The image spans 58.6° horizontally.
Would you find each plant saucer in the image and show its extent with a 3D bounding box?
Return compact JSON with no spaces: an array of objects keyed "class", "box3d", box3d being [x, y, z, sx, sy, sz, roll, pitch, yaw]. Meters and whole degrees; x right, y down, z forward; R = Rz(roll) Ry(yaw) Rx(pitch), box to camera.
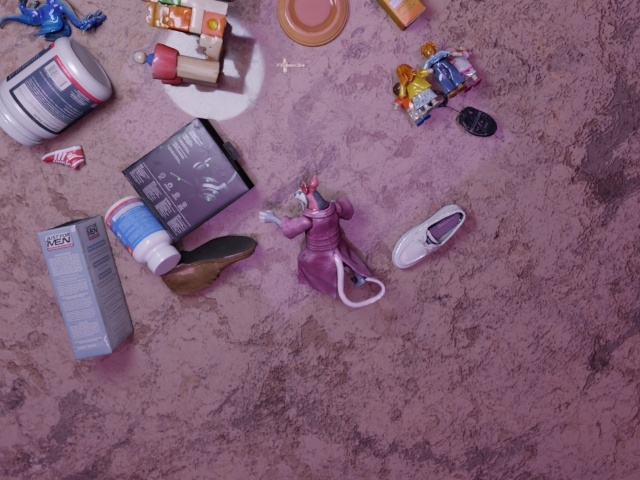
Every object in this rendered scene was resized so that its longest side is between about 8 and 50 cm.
[{"class":"plant saucer","box3d":[-0.022,-0.640,1.571,0.200,0.037,0.199,0,101,1]}]

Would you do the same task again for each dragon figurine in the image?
[{"class":"dragon figurine","box3d":[-0.742,-0.595,1.557,0.289,0.085,0.144,-22,100,3]}]

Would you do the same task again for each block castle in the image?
[{"class":"block castle","box3d":[-0.335,-0.621,1.440,0.213,0.303,0.452,9,101,-11]}]

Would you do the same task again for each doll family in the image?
[{"class":"doll family","box3d":[0.304,-0.451,1.554,0.263,0.118,0.163,-34,78,6]}]

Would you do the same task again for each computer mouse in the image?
[{"class":"computer mouse","box3d":[0.390,-0.363,1.629,0.242,0.041,0.071,28,93,2]}]

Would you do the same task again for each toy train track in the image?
[{"class":"toy train track","box3d":[-0.083,-0.495,1.611,0.083,0.014,0.048,0,101,0]}]

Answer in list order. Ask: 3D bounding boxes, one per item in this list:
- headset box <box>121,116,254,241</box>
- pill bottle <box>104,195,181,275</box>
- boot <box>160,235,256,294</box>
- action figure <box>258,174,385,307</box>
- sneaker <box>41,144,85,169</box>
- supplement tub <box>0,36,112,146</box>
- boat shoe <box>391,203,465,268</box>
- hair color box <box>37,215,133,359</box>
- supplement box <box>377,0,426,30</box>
[{"class":"headset box","box3d":[-0.360,-0.179,1.614,0.283,0.131,0.246,-35,99,7]},{"class":"pill bottle","box3d":[-0.499,-0.011,1.617,0.124,0.124,0.221,-45,75,8]},{"class":"boot","box3d":[-0.324,0.073,1.693,0.306,0.112,0.115,-17,120,7]},{"class":"action figure","box3d":[0.000,0.000,1.571,0.248,0.275,0.370,-24,128,-12]},{"class":"sneaker","box3d":[-0.742,-0.229,1.650,0.119,0.042,0.067,-16,97,1]},{"class":"supplement tub","box3d":[-0.727,-0.398,1.542,0.272,0.191,0.191,-33,99,6]},{"class":"boat shoe","box3d":[0.313,-0.011,1.669,0.095,0.084,0.258,43,98,-8]},{"class":"hair color box","box3d":[-0.669,0.129,1.648,0.114,0.185,0.374,-11,101,3]},{"class":"supplement box","box3d":[0.178,-0.686,1.541,0.080,0.078,0.233,-43,99,8]}]
